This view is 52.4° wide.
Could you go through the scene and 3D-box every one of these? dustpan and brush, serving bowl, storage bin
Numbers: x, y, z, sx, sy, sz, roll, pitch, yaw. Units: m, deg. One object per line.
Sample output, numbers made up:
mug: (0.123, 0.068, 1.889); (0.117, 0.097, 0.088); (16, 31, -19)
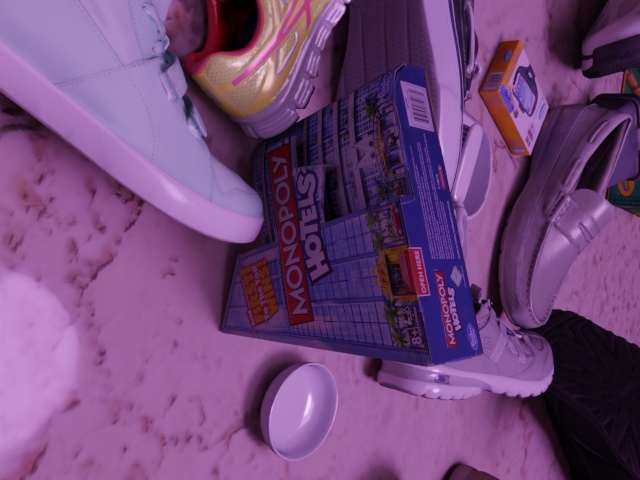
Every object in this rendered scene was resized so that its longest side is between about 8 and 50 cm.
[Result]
dustpan and brush: (0.140, -0.051, 0.678); (0.147, 0.060, 0.211); (23, 79, -47)
serving bowl: (-0.022, 0.142, 0.553); (0.083, 0.027, 0.083); (-9, 102, -47)
storage bin: (0.427, -0.140, 0.967); (0.091, 0.098, 0.135); (-27, 116, -31)

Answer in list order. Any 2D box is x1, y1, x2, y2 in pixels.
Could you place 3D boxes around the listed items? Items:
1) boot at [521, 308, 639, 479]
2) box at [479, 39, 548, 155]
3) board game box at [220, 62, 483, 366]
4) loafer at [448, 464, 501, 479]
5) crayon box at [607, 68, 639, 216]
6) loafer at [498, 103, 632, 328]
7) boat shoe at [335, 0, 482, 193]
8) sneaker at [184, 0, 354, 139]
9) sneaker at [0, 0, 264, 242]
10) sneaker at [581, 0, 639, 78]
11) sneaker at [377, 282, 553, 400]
boot: (0.463, 0.334, 0.893); (0.146, 0.367, 0.445); (-33, 125, -4)
box: (0.244, -0.168, 0.801); (0.136, 0.028, 0.081); (44, 64, -40)
board game box: (0.000, 0.000, 0.463); (0.060, 0.194, 0.194); (1, 75, -46)
loafer: (0.166, 0.367, 0.708); (0.102, 0.092, 0.268); (60, 38, -31)
crayon box: (0.583, -0.184, 1.134); (0.165, 0.081, 0.278); (8, 89, -48)
loafer: (0.315, -0.037, 0.836); (0.112, 0.112, 0.319); (34, 71, -45)
boat shoe: (0.091, -0.166, 0.560); (0.119, 0.121, 0.335); (-5, 97, -43)
sneaker: (-0.032, -0.182, 0.455); (0.094, 0.082, 0.208); (26, 77, -45)
sneaker: (-0.086, -0.109, 0.368); (0.151, 0.094, 0.256); (-51, 130, -3)
sneaker: (0.447, -0.404, 0.923); (0.447, 0.169, 0.257); (-43, 116, -44)
sneaker: (0.180, 0.106, 0.713); (0.281, 0.105, 0.115); (8, 90, -48)
